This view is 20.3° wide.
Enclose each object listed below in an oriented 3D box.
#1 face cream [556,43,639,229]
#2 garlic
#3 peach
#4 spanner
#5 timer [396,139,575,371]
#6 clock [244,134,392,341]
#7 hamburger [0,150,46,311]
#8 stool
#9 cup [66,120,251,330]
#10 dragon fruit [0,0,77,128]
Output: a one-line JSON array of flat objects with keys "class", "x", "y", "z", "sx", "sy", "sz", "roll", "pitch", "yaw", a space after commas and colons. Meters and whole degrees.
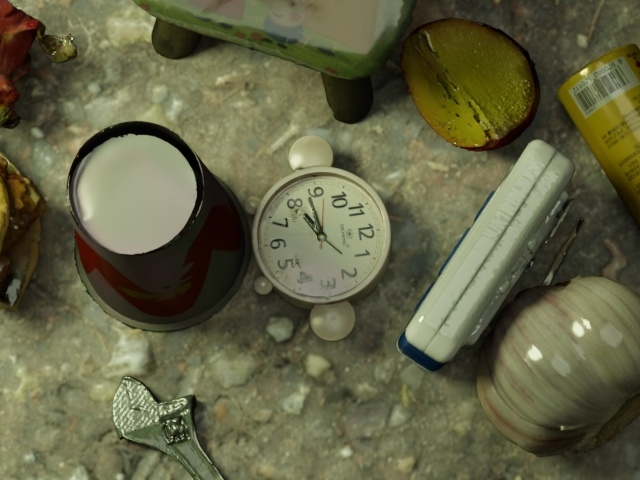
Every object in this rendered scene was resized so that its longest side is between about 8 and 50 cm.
[{"class": "face cream", "x": 0.387, "y": -0.041, "z": 1.926, "sx": 0.105, "sy": 0.105, "sz": 0.348, "roll": -30, "pitch": 79, "yaw": -5}, {"class": "garlic", "x": 0.287, "y": 0.111, "z": 1.896, "sx": 0.207, "sy": 0.207, "sz": 0.256, "roll": 22, "pitch": 45, "yaw": 5}, {"class": "peach", "x": 0.154, "y": -0.171, "z": 1.950, "sx": 0.172, "sy": 0.092, "sz": 0.127, "roll": 31, "pitch": 68, "yaw": -16}, {"class": "spanner", "x": -0.111, "y": 0.271, "z": 1.916, "sx": 0.093, "sy": 0.026, "sz": 0.325, "roll": -39, "pitch": 81, "yaw": -5}, {"class": "timer", "x": 0.178, "y": 0.023, "z": 1.882, "sx": 0.078, "sy": 0.178, "sz": 0.253, "roll": 34, "pitch": 82, "yaw": 2}, {"class": "clock", "x": 0.000, "y": 0.000, "z": 1.950, "sx": 0.156, "sy": 0.063, "sz": 0.229, "roll": -9, "pitch": 76, "yaw": 2}, {"class": "hamburger", "x": -0.422, "y": -0.047, "z": 1.921, "sx": 0.245, "sy": 0.155, "sz": 0.282, "roll": -14, "pitch": 75, "yaw": -5}, {"class": "stool", "x": -0.027, "y": -0.322, "z": 1.931, "sx": 0.310, "sy": 0.226, "sz": 0.310, "roll": 20, "pitch": 81, "yaw": 4}, {"class": "cup", "x": -0.176, "y": -0.021, "z": 1.842, "sx": 0.203, "sy": 0.288, "sz": 0.203, "roll": 0, "pitch": 78, "yaw": 0}, {"class": "dragon fruit", "x": -0.412, "y": -0.206, "z": 1.926, "sx": 0.282, "sy": 0.211, "sz": 0.147, "roll": 24, "pitch": 84, "yaw": 8}]
